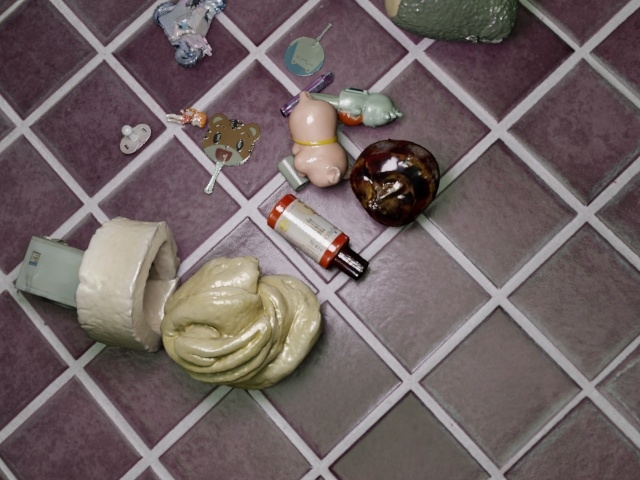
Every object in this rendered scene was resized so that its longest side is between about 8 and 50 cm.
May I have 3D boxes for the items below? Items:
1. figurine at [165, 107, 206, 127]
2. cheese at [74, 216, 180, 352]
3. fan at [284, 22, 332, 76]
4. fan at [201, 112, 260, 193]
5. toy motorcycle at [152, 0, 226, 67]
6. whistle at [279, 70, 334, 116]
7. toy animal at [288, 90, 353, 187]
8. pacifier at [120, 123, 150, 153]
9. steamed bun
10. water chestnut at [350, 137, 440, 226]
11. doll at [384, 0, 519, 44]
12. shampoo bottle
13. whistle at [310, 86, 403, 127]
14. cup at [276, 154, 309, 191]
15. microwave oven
[{"bbox_3d":[-0.363,-0.332,1.991,0.109,0.064,0.047,3,59,-3],"label":"figurine"},{"bbox_3d":[-0.456,0.114,1.804,0.153,0.332,0.293,9,55,7],"label":"cheese"},{"bbox_3d":[-0.025,-0.527,2.014,0.113,0.005,0.175,38,87,11],"label":"fan"},{"bbox_3d":[-0.262,-0.229,1.986,0.152,0.008,0.227,19,82,8],"label":"fan"},{"bbox_3d":[-0.339,-0.597,2.006,0.204,0.108,0.239,-31,79,0],"label":"toy motorcycle"},{"bbox_3d":[-0.036,-0.395,1.979,0.176,0.033,0.033,-38,79,-1],"label":"whistle"},{"bbox_3d":[-0.009,-0.257,1.872,0.149,0.165,0.248,-17,97,29],"label":"toy animal"},{"bbox_3d":[-0.512,-0.286,1.988,0.099,0.078,0.081,-45,58,-2],"label":"pacifier"},{"bbox_3d":[-0.190,0.202,1.769,0.372,0.230,0.325,26,82,-9],"label":"steamed bun"},{"bbox_3d":[0.184,-0.138,1.820,0.223,0.238,0.224,10,124,16],"label":"water chestnut"},{"bbox_3d":[0.340,-0.630,1.890,0.349,0.247,0.248,17,82,-1],"label":"doll"},{"bbox_3d":[0.000,0.000,1.872,0.278,0.104,0.104,37,86,10],"label":"shampoo bottle"},{"bbox_3d":[0.090,-0.350,1.924,0.253,0.102,0.106,12,85,5],"label":"whistle"},{"bbox_3d":[-0.065,-0.179,1.943,0.083,0.074,0.054,55,131,8],"label":"cup"},{"bbox_3d":[-0.654,0.090,1.910,0.204,0.129,0.163,17,85,9],"label":"microwave oven"}]
